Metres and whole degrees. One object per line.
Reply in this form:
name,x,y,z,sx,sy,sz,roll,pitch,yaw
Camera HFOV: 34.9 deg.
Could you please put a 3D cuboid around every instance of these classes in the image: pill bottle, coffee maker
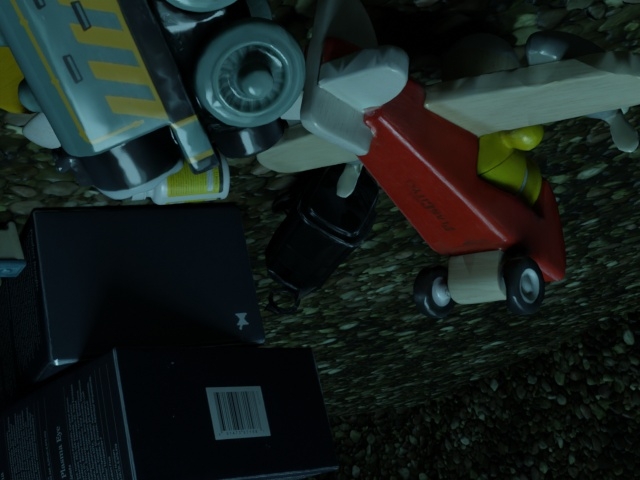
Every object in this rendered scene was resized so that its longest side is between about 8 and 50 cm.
pill bottle,-0.173,-0.077,1.229,0.116,0.065,0.065,-7,161,-20
coffee maker,0.000,0.000,1.408,0.120,0.171,0.178,10,154,-15

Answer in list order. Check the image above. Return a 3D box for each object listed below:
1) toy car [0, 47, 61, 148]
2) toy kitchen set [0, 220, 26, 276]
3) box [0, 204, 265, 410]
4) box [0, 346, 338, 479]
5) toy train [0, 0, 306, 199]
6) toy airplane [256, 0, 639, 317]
toy car,-0.203,-0.177,0.829,0.182,0.159,0.136,-29,-169,41
toy kitchen set,-0.501,0.067,1.340,0.166,0.122,0.207,1,157,-36
box,-0.302,0.120,1.494,0.294,0.211,0.395,-2,160,-28
box,-0.214,0.272,1.382,0.343,0.178,0.313,7,152,-46
toy train,-0.137,-0.179,0.663,0.190,0.142,0.333,-24,126,-3
toy airplane,0.119,-0.126,1.059,0.386,0.272,0.384,22,151,8
